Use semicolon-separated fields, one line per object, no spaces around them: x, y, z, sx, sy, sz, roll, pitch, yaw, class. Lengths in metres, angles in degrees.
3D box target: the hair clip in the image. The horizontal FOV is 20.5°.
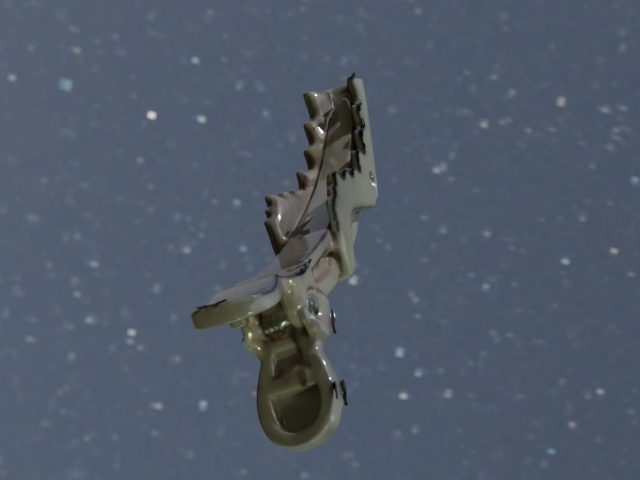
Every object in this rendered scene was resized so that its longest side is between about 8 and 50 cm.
0.000;0.000;0.706;0.034;0.072;0.226;-18;-158;20;hair clip
